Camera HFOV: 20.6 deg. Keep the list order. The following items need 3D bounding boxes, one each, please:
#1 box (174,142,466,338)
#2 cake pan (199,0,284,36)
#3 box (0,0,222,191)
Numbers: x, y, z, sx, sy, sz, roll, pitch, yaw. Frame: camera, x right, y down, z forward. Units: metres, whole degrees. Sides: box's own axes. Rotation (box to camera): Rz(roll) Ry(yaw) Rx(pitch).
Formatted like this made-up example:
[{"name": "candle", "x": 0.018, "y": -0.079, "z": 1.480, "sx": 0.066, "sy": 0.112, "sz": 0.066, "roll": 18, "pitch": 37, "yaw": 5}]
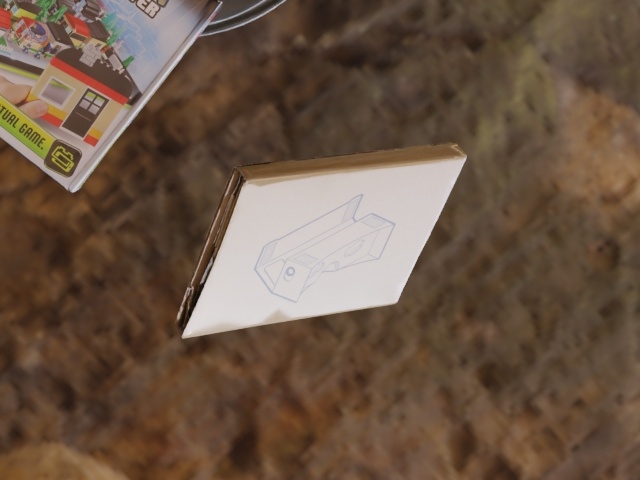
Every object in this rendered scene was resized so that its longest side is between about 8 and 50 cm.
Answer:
[{"name": "box", "x": 0.000, "y": 0.000, "z": 1.334, "sx": 0.021, "sy": 0.201, "sz": 0.164, "roll": 55, "pitch": -42, "yaw": 34}, {"name": "cake pan", "x": -0.114, "y": -0.290, "z": 1.340, "sx": 0.293, "sy": 0.293, "sz": 0.054, "roll": -38, "pitch": -160, "yaw": 10}, {"name": "box", "x": -0.160, "y": -0.130, "z": 0.805, "sx": 0.114, "sy": 0.207, "sz": 0.036, "roll": -52, "pitch": -175, "yaw": 2}]
